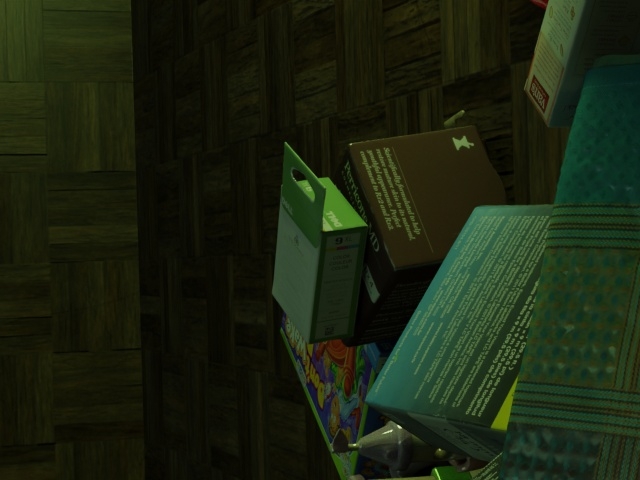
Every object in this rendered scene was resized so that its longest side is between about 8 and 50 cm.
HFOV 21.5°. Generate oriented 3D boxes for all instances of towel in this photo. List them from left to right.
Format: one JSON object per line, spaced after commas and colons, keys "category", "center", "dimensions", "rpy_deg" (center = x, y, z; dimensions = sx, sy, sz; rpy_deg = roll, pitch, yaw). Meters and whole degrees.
{"category": "towel", "center": [0.284, 0.031, 1.305], "dimensions": [0.271, 0.040, 0.370], "rpy_deg": [4, 78, 44]}

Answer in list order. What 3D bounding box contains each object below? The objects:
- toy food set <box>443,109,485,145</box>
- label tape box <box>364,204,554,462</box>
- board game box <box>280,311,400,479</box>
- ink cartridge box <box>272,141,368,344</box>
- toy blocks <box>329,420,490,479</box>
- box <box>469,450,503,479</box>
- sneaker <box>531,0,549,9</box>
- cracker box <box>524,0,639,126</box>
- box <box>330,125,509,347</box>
{"category": "toy food set", "center": [0.178, -0.089, 1.976], "dimensions": [0.078, 0.019, 0.122], "rpy_deg": [147, 111, -67]}
{"category": "label tape box", "center": [0.210, 0.089, 1.558], "dimensions": [0.240, 0.106, 0.334], "rpy_deg": [-60, 23, -14]}
{"category": "board game box", "center": [0.043, 0.132, 2.206], "dimensions": [0.347, 0.078, 0.233], "rpy_deg": [-116, 30, -52]}
{"category": "ink cartridge box", "center": [0.000, 0.000, 1.886], "dimensions": [0.109, 0.062, 0.209], "rpy_deg": [-127, 35, -49]}
{"category": "toy blocks", "center": [0.107, 0.276, 1.835], "dimensions": [0.309, 0.260, 0.288], "rpy_deg": [-110, 25, -43]}
{"category": "box", "center": [0.148, 0.336, 1.459], "dimensions": [0.270, 0.216, 0.060], "rpy_deg": [-44, 16, 12]}
{"category": "sneaker", "center": [0.244, -0.292, 1.583], "dimensions": [0.087, 0.128, 0.221], "rpy_deg": [111, 150, -47]}
{"category": "cracker box", "center": [0.280, -0.208, 1.437], "dimensions": [0.067, 0.156, 0.232], "rpy_deg": [-114, 29, -49]}
{"category": "box", "center": [0.103, -0.003, 1.942], "dimensions": [0.203, 0.167, 0.168], "rpy_deg": [118, 138, -57]}
